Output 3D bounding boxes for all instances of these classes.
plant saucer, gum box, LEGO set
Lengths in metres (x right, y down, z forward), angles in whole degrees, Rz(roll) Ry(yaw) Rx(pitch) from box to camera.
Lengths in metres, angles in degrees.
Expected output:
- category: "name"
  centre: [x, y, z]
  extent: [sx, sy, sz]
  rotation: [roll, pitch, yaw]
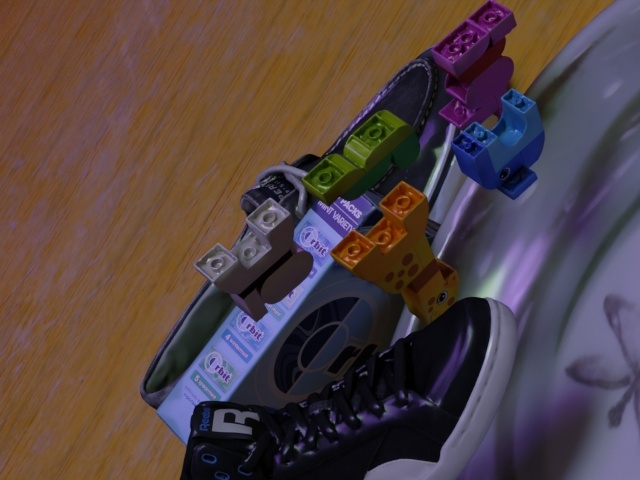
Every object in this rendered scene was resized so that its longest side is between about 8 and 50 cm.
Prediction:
- category: "plant saucer"
  centre: [0.158, 0.051, 0.904]
  extent: [0.400, 0.100, 0.400]
  rotation: [-54, 21, 32]
- category: "gum box"
  centre: [0.007, 0.059, 1.111]
  extent: [0.041, 0.157, 0.184]
  rotation: [43, 100, 33]
- category: "LEGO set"
  centre: [0.052, -0.014, 0.985]
  extent: [0.227, 0.093, 0.087]
  rotation: [-42, 51, -13]

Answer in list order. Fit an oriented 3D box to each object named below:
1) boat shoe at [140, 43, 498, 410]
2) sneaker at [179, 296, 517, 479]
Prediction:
- category: "boat shoe"
  centre: [0.000, 0.000, 1.211]
  extent: [0.335, 0.119, 0.121]
  rotation: [-59, 29, -1]
- category: "sneaker"
  centre: [-0.001, 0.099, 0.925]
  extent: [0.217, 0.121, 0.079]
  rotation: [-55, 21, 29]
